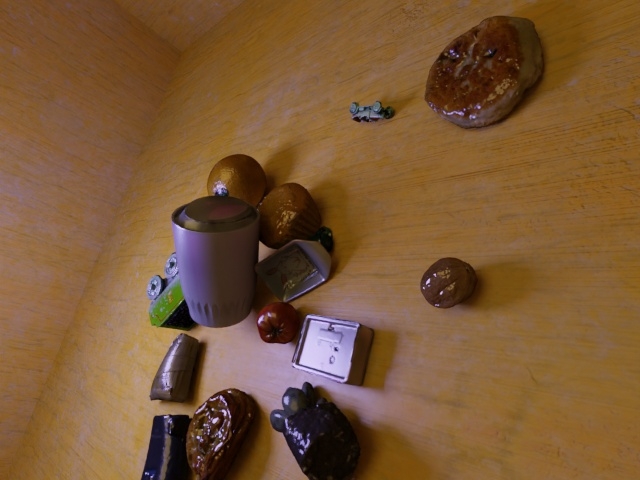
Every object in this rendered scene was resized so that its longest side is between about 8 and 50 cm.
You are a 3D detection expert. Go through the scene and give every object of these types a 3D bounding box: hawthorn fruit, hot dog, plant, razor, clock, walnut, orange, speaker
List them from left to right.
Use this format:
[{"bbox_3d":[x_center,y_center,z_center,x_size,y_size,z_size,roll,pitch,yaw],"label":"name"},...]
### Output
[{"bbox_3d":[-0.489,0.716,1.278,0.189,0.107,0.327,-23,52,37],"label":"razor"},{"bbox_3d":[-0.293,0.561,1.157,0.196,0.122,0.272,29,88,50],"label":"hot dog"},{"bbox_3d":[-0.316,-0.212,1.557,0.236,0.236,0.237,-24,52,35],"label":"orange"},{"bbox_3d":[-0.124,0.227,1.172,0.125,0.125,0.140,-36,47,26],"label":"hawthorn fruit"},{"bbox_3d":[-0.019,0.424,0.938,0.146,0.149,0.274,-23,13,-21],"label":"plant"},{"bbox_3d":[0.003,0.003,1.230,0.075,0.060,0.094,-15,22,41],"label":"speaker"},{"bbox_3d":[0.027,0.271,1.025,0.191,0.071,0.147,-2,66,46],"label":"clock"},{"bbox_3d":[0.265,0.090,0.858,0.124,0.105,0.105,-48,39,37],"label":"walnut"}]

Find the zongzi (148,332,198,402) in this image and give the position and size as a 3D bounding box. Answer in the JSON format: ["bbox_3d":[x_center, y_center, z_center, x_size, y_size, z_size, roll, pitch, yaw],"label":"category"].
[{"bbox_3d":[-0.542,0.469,1.493,0.256,0.114,0.228,-28,45,47],"label":"zongzi"}]

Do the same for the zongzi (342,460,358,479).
[{"bbox_3d":[-0.068,0.591,0.923,0.260,0.123,0.289,-4,50,52],"label":"zongzi"}]

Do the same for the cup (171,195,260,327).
[{"bbox_3d":[-0.314,0.065,1.271,0.253,0.253,0.372,39,132,50],"label":"cup"}]

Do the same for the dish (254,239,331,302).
[{"bbox_3d":[-0.068,0.075,1.211,0.234,0.154,0.064,-31,13,31],"label":"dish"}]

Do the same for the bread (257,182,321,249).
[{"bbox_3d":[-0.111,-0.075,1.319,0.239,0.139,0.240,-25,52,35],"label":"bread"}]

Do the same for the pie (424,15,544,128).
[{"bbox_3d":[0.397,-0.427,1.034,0.315,0.092,0.316,-24,53,37],"label":"pie"}]

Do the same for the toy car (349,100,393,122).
[{"bbox_3d":[0.158,-0.400,1.282,0.143,0.073,0.054,20,98,49],"label":"toy car"}]

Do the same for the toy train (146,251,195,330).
[{"bbox_3d":[-0.538,0.204,1.594,0.307,0.173,0.249,-45,51,18],"label":"toy train"}]
